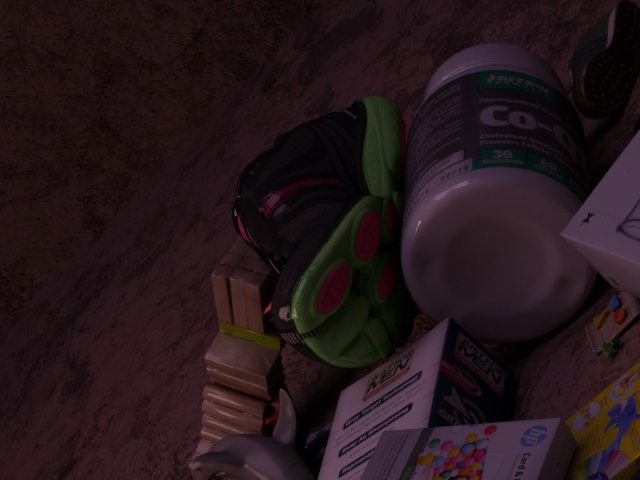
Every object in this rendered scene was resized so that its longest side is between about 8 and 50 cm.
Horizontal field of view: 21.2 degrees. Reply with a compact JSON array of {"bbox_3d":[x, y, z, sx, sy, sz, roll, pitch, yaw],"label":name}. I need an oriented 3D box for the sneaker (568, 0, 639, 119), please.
[{"bbox_3d":[0.331,-0.201,2.044,0.086,0.064,0.192,-40,18,51],"label":"sneaker"}]

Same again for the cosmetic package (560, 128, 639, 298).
[{"bbox_3d":[0.405,-0.049,1.381,0.284,0.097,0.377,-54,29,-6],"label":"cosmetic package"}]

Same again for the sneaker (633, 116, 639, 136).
[{"bbox_3d":[0.432,-0.178,1.683,0.286,0.109,0.130,-29,21,45],"label":"sneaker"}]

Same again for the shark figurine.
[{"bbox_3d":[-0.113,0.265,1.961,0.278,0.116,0.166,-17,78,51],"label":"shark figurine"}]

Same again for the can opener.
[{"bbox_3d":[0.038,0.203,1.938,0.186,0.073,0.059,-48,-24,9],"label":"can opener"}]

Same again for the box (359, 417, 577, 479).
[{"bbox_3d":[0.111,0.220,1.457,0.186,0.038,0.145,-8,37,36],"label":"box"}]

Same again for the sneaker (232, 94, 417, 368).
[{"bbox_3d":[0.000,0.000,1.891,0.202,0.185,0.483,-11,24,12],"label":"sneaker"}]

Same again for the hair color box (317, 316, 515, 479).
[{"bbox_3d":[0.079,0.251,1.641,0.174,0.105,0.347,-37,22,34],"label":"hair color box"}]

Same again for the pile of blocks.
[{"bbox_3d":[-0.066,0.160,2.064,0.149,0.112,0.362,-37,-40,-59],"label":"pile of blocks"}]

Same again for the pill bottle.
[{"bbox_3d":[0.191,-0.065,1.856,0.204,0.204,0.361,-42,20,24],"label":"pill bottle"}]

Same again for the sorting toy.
[{"bbox_3d":[0.283,0.081,1.649,0.062,0.012,0.083,-44,18,17],"label":"sorting toy"}]

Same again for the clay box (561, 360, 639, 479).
[{"bbox_3d":[0.259,0.176,1.447,0.222,0.053,0.127,-44,17,22],"label":"clay box"}]
